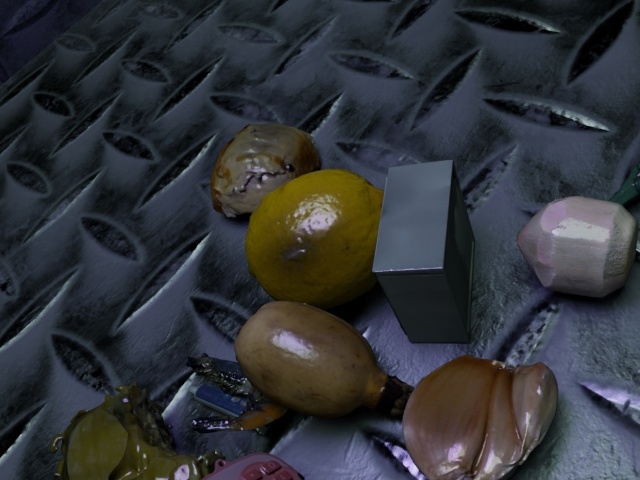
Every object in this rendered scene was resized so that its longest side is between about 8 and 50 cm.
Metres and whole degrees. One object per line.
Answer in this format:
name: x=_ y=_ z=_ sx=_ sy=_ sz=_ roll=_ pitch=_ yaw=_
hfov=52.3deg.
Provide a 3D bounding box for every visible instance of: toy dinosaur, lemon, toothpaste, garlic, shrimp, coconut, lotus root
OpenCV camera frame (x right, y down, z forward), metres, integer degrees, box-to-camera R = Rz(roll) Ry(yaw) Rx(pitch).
toy dinosaur: x=0.598 y=-0.108 z=1.134 sx=0.292 sy=0.079 sz=0.120 roll=-41 pitch=42 yaw=-14
lemon: x=0.002 y=-0.001 z=1.204 sx=0.284 sy=0.260 sz=0.260 roll=-47 pitch=48 yaw=3
toothpaste: x=-0.164 y=0.299 z=1.185 sx=0.197 sy=0.034 sz=0.057 roll=13 pitch=50 yaw=30
garlic: x=0.228 y=0.279 z=0.974 sx=0.217 sy=0.110 sz=0.228 roll=4 pitch=44 yaw=42
shrimp: x=-0.183 y=0.264 z=1.140 sx=0.262 sy=0.051 sz=0.198 roll=17 pitch=19 yaw=31
coconut: x=0.417 y=0.004 z=1.070 sx=0.183 sy=0.171 sz=0.170 roll=13 pitch=60 yaw=30
lotus root: x=0.007 y=0.209 z=1.085 sx=0.310 sy=0.182 sz=0.182 roll=23 pitch=64 yaw=17

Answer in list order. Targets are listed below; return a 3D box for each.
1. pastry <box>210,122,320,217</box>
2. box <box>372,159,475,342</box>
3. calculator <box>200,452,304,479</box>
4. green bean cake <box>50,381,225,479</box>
pastry: x=-0.142 y=-0.175 z=1.472 sx=0.237 sy=0.170 sz=0.256 roll=2 pitch=49 yaw=23
box: x=0.183 y=0.025 z=1.116 sx=0.118 sy=0.225 sz=0.225 roll=-4 pitch=51 yaw=22
calculator: x=-0.045 y=0.430 z=0.913 sx=0.330 sy=0.220 sz=0.048 roll=41 pitch=121 yaw=28
green bean cake: x=-0.295 y=0.377 z=1.070 sx=0.285 sy=0.202 sz=0.310 roll=-27 pitch=47 yaw=0
